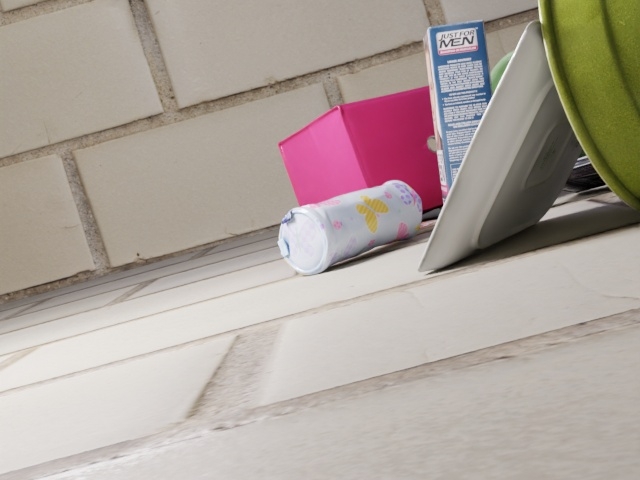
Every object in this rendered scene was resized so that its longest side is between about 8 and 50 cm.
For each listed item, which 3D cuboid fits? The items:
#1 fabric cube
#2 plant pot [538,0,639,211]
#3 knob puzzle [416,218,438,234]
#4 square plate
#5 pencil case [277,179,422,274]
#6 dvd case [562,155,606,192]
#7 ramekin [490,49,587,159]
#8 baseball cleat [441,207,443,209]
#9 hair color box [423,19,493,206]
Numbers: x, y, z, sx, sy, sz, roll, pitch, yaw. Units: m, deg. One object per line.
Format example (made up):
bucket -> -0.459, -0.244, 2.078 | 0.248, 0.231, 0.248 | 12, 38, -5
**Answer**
fabric cube -> 0.112, -0.154, 2.233 | 0.258, 0.254, 0.259 | -17, -3, -34
plant pot -> 0.498, -0.253, 1.233 | 0.353, 0.366, 0.366 | -18, 1, 37
knob puzzle -> 0.153, -0.023, 2.034 | 0.213, 0.029, 0.213 | -15, 3, 1
square plate -> 0.286, -0.128, 1.400 | 0.049, 0.347, 0.344 | 35, 29, 24
pencil case -> 0.054, -0.024, 1.829 | 0.273, 0.113, 0.124 | -19, -14, -42
dvd case -> 0.473, -0.120, 1.778 | 0.165, 0.018, 0.221 | 6, -15, -42
ramekin -> 0.519, -0.292, 2.492 | 0.148, 0.303, 0.303 | 2, -6, -30
baseball cleat -> 0.336, -0.120, 2.269 | 0.206, 0.072, 0.109 | -11, 26, 48
hair color box -> 0.263, -0.217, 1.958 | 0.105, 0.347, 0.174 | -7, 4, 3
